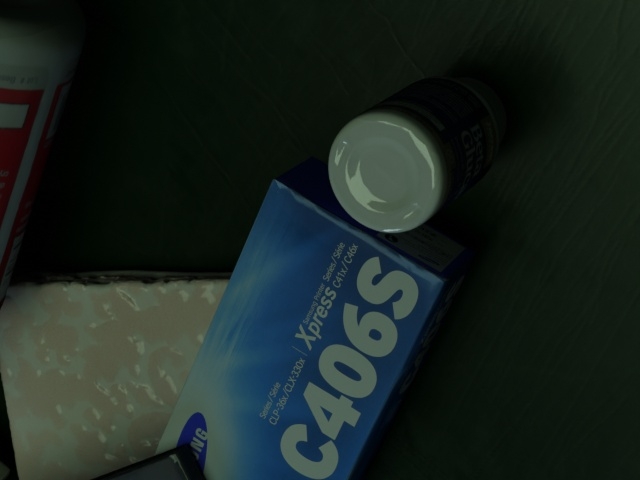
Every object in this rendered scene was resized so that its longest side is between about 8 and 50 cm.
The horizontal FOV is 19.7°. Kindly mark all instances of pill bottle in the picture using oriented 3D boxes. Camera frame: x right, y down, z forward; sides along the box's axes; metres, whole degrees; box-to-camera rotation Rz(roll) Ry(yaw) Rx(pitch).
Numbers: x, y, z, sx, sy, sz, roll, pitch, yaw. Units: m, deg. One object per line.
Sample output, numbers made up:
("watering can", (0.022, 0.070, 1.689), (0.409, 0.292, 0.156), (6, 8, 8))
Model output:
("pill bottle", (-0.365, -0.043, 1.596), (0.229, 0.229, 0.407), (27, 110, 17))
("pill bottle", (0.082, -0.073, 1.413), (0.094, 0.169, 0.094), (9, 112, 24))

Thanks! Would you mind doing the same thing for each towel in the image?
("towel", (-0.139, 0.178, 1.685), (0.332, 0.053, 0.317), (1, 107, 27))

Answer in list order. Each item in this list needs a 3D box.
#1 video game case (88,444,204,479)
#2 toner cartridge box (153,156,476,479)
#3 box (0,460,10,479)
("video game case", (-0.189, 0.309, 1.609), (0.274, 0.026, 0.196), (-23, 96, 24))
("toner cartridge box", (-0.019, 0.121, 1.535), (0.165, 0.075, 0.347), (31, 117, 15))
("box", (-0.468, 0.183, 1.758), (0.311, 0.148, 0.121), (41, 140, -4))
